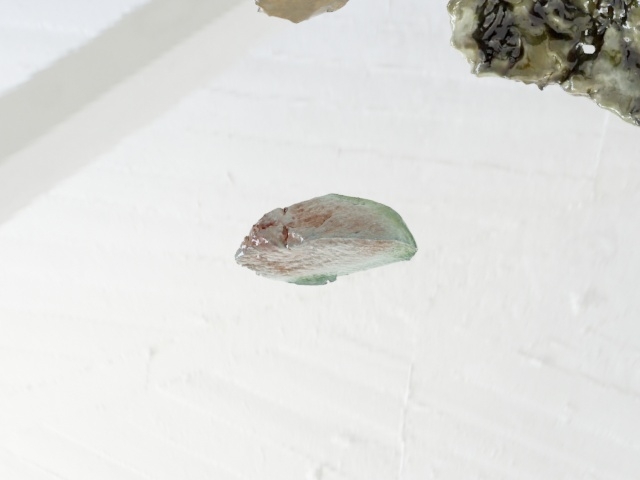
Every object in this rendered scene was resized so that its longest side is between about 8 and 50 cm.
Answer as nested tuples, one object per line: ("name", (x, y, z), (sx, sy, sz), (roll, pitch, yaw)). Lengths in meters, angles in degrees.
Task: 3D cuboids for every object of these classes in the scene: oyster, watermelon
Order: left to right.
("watermelon", (0.007, -0.001, 1.372), (0.180, 0.094, 0.081), (-12, -91, 28))
("oyster", (0.203, -0.162, 0.851), (0.214, 0.083, 0.223), (19, -107, 35))

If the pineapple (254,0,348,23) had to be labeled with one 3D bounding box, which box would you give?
("pineapple", (-0.046, -0.275, 1.108), (0.119, 0.111, 0.237), (-24, -114, 3))
